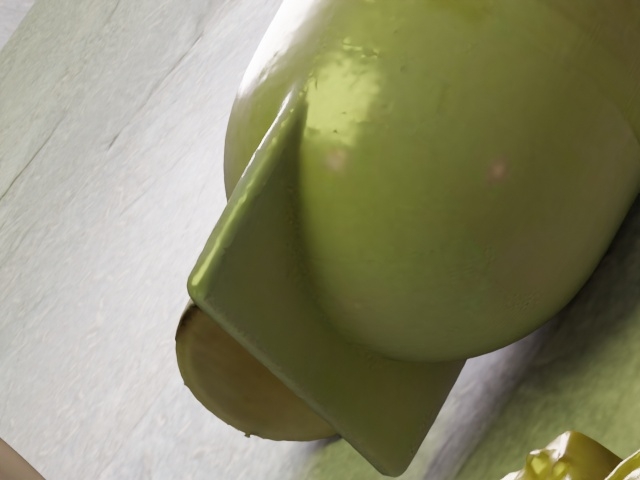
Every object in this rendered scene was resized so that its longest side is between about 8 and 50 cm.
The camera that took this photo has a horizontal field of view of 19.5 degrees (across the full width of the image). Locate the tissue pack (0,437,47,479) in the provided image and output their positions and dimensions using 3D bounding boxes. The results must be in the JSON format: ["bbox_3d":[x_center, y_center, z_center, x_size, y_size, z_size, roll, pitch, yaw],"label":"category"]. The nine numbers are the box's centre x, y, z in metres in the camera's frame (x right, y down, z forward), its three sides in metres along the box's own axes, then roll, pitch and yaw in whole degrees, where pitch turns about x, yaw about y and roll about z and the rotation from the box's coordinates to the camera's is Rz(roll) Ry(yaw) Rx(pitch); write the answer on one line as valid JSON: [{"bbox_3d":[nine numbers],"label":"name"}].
[{"bbox_3d":[-0.380,0.208,1.363,0.277,0.387,0.267,-17,41,53],"label":"tissue pack"}]

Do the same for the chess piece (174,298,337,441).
[{"bbox_3d":[0.000,0.000,1.276,0.143,0.143,0.261,-35,23,38],"label":"chess piece"}]

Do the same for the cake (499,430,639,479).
[{"bbox_3d":[0.110,0.215,0.633,0.286,0.227,0.222,-37,28,34],"label":"cake"}]

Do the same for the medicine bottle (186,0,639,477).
[{"bbox_3d":[0.081,-0.083,1.086,0.236,0.236,0.406,-4,52,61],"label":"medicine bottle"}]
